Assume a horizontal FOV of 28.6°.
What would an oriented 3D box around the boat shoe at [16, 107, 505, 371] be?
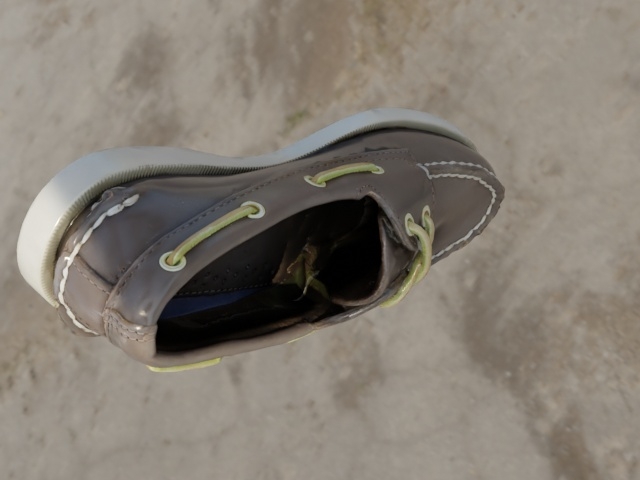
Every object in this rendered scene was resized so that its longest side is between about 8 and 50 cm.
[{"bbox_3d":[0.000,0.000,0.680,0.097,0.324,0.116,39,121,34],"label":"boat shoe"}]
